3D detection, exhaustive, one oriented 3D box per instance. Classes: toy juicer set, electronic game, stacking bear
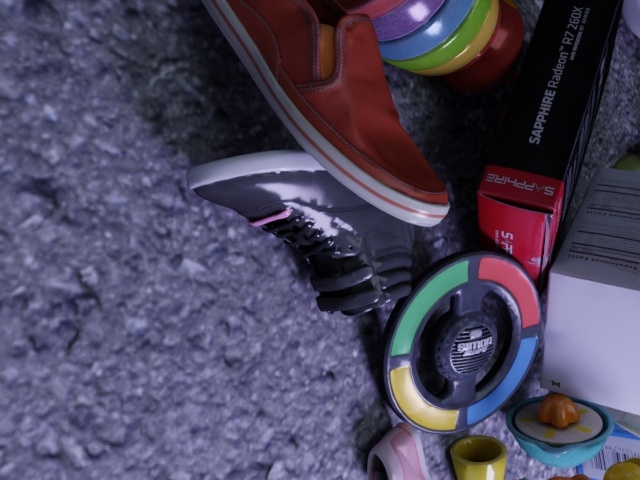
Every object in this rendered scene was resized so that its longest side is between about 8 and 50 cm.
[{"bbox_3d":[0.338,0.247,0.942,0.329,0.209,0.089,-19,109,-39],"label":"toy juicer set"},{"bbox_3d":[0.168,0.121,0.865,0.229,0.048,0.229,-8,109,-25],"label":"electronic game"},{"bbox_3d":[0.132,-0.259,0.824,0.289,0.175,0.164,21,101,-49],"label":"stacking bear"}]

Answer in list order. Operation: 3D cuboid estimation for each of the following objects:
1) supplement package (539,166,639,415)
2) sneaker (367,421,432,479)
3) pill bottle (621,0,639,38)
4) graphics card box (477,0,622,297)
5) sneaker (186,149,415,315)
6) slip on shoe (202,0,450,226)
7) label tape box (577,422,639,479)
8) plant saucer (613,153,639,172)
[{"bbox_3d":[0.422,0.064,0.962,0.263,0.198,0.199,-49,141,-44],"label":"supplement package"},{"bbox_3d":[0.091,0.280,0.832,0.070,0.051,0.134,-24,101,-37],"label":"sneaker"},{"bbox_3d":[0.666,-0.434,1.272,0.323,0.181,0.181,-18,100,-40],"label":"pill bottle"},{"bbox_3d":[0.291,-0.144,0.928,0.371,0.094,0.233,-66,158,-20],"label":"graphics card box"},{"bbox_3d":[0.001,0.000,0.726,0.296,0.104,0.147,7,79,-45],"label":"sneaker"},{"bbox_3d":[0.012,-0.153,0.661,0.331,0.101,0.123,54,26,6],"label":"slip on shoe"},{"bbox_3d":[0.582,0.281,1.130,0.333,0.240,0.106,-16,98,-40],"label":"label tape box"},{"bbox_3d":[0.555,-0.029,1.254,0.241,0.037,0.241,1,88,-41],"label":"plant saucer"}]
